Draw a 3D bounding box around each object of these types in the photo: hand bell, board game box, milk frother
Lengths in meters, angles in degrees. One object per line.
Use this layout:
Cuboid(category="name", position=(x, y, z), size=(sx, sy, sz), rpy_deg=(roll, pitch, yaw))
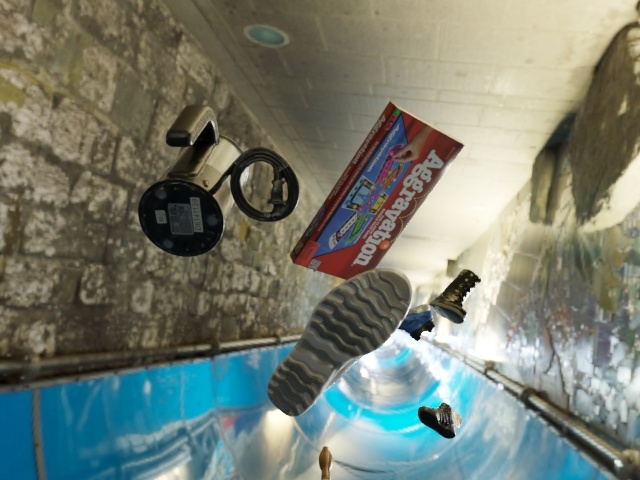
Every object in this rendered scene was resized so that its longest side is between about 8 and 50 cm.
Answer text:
Cuboid(category="hand bell", position=(0.012, 0.619, 1.551), size=(0.126, 0.126, 0.242), rpy_deg=(8, -163, -3))
Cuboid(category="board game box", position=(0.084, -0.059, 0.910), size=(0.145, 0.281, 0.027), rpy_deg=(19, -154, -34))
Cuboid(category="milk frother", position=(-0.093, -0.061, 0.615), size=(0.143, 0.129, 0.135), rpy_deg=(17, -150, -5))

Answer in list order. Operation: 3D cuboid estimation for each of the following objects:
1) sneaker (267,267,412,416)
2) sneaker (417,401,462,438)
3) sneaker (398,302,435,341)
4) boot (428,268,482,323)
Cuboid(category="sneaker", position=(0.029, 0.138, 0.895), size=(0.105, 0.281, 0.115), rpy_deg=(47, -160, 6))
Cuboid(category="sneaker", position=(0.325, 0.476, 1.627), size=(0.170, 0.089, 0.051), rpy_deg=(41, 125, -21))
Cuboid(category="sneaker", position=(0.215, 0.222, 1.510), size=(0.152, 0.085, 0.058), rpy_deg=(-20, 174, 8))
Cuboid(category="boot", position=(0.455, 0.174, 1.936), size=(0.085, 0.178, 0.236), rpy_deg=(44, 175, -5))
